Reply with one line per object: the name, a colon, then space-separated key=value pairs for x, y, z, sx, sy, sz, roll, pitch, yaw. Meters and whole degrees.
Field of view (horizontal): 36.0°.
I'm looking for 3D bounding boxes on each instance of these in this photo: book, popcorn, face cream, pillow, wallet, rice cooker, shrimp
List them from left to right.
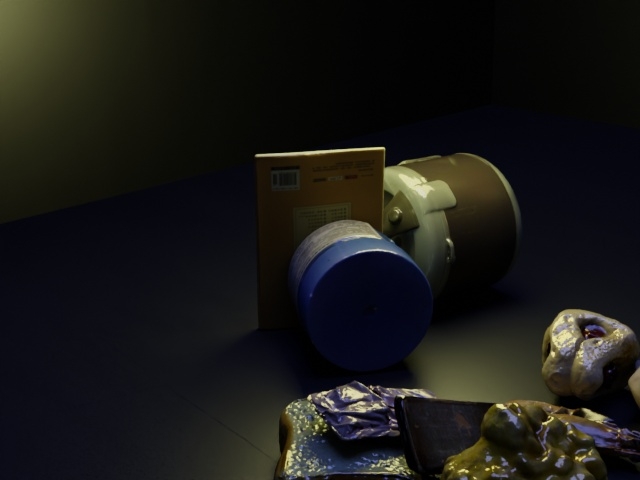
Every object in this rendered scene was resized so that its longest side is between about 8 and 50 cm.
book: x=0.000 y=0.000 z=2.004 sx=0.268 sy=0.389 sz=0.032 roll=-4 pitch=25 yaw=-11
face cream: x=0.071 y=0.100 z=1.922 sx=0.249 sy=0.249 sz=0.225 roll=-5 pitch=20 yaw=-10
pillow: x=0.110 y=0.263 z=1.527 sx=0.248 sy=0.049 sz=0.135 roll=6 pitch=16 yaw=-31
rice cooker: x=0.236 y=-0.023 z=2.174 sx=0.325 sy=0.335 sz=0.335 roll=-14 pitch=23 yaw=-30
wallet: x=0.209 y=0.299 z=1.490 sx=0.232 sy=0.122 sz=0.031 roll=12 pitch=-34 yaw=-36
popcorn: x=0.276 y=0.323 z=1.354 sx=0.226 sy=0.203 sz=0.200 roll=0 pitch=11 yaw=31
shrimp: x=0.418 y=0.308 z=1.609 sx=0.287 sy=0.063 sz=0.152 roll=7 pitch=9 yaw=25

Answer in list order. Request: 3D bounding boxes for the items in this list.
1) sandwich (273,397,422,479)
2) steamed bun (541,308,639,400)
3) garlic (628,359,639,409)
sandwich: x=0.044 y=0.329 z=1.517 sx=0.226 sy=0.087 sz=0.251 roll=-2 pitch=19 yaw=0
steamed bun: x=0.462 y=0.217 z=1.743 sx=0.172 sy=0.141 sz=0.155 roll=14 pitch=28 yaw=27
garlic: x=0.655 y=0.219 z=1.590 sx=0.340 sy=0.232 sz=0.245 roll=24 pitch=33 yaw=39
